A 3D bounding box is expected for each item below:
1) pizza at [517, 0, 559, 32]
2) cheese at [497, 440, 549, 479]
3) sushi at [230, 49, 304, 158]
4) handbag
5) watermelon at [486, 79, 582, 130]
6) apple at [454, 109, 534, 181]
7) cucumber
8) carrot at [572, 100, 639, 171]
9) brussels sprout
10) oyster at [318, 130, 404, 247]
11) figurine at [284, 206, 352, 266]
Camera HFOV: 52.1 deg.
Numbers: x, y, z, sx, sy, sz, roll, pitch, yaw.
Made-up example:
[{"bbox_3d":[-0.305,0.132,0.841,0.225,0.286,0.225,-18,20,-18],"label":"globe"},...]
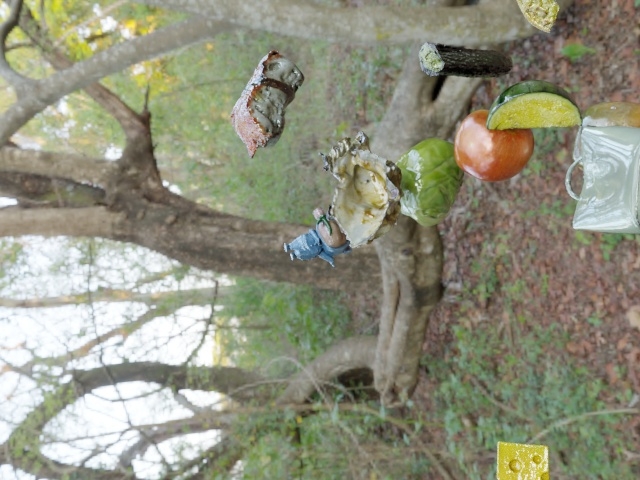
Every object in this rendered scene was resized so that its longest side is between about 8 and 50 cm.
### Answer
[{"bbox_3d":[0.692,-0.735,2.075,0.036,0.160,0.099,-44,2,-41],"label":"pizza"},{"bbox_3d":[0.369,0.476,1.192,0.126,0.093,0.171,67,-151,-49],"label":"cheese"},{"bbox_3d":[-0.130,-0.358,1.656,0.124,0.130,0.332,-35,28,54],"label":"sushi"},{"bbox_3d":[0.616,-0.132,1.422,0.315,0.109,0.241,-157,70,-69],"label":"handbag"},{"bbox_3d":[0.416,-0.274,1.280,0.092,0.181,0.075,73,-159,-45],"label":"watermelon"},{"bbox_3d":[0.365,-0.199,1.390,0.163,0.163,0.139,-99,23,-69],"label":"apple"},{"bbox_3d":[0.319,-0.371,1.371,0.067,0.245,0.067,12,104,61],"label":"cucumber"},{"bbox_3d":[0.874,-0.258,1.784,0.224,0.340,0.224,13,-90,-70],"label":"carrot"},{"bbox_3d":[0.261,-0.147,1.594,0.161,0.223,0.223,33,146,25],"label":"brussels sprout"},{"bbox_3d":[0.090,-0.129,1.506,0.133,0.197,0.337,33,-157,-43],"label":"oyster"},{"bbox_3d":[-0.002,-0.005,1.709,0.145,0.178,0.114,89,157,-52],"label":"figurine"}]
